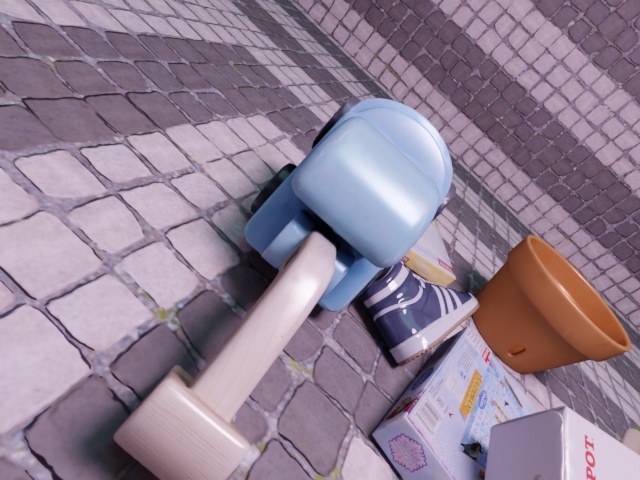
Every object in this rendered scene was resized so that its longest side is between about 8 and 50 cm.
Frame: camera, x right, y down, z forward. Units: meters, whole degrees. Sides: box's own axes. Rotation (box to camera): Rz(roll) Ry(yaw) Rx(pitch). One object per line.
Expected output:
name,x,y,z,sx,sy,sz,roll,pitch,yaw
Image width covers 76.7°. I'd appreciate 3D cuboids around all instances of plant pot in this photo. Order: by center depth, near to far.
plant pot,0.484,0.160,0.904,0.291,0.203,0.290,29,34,-22

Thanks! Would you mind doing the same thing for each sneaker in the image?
sneaker,0.178,0.099,0.725,0.282,0.099,0.153,-14,64,-52

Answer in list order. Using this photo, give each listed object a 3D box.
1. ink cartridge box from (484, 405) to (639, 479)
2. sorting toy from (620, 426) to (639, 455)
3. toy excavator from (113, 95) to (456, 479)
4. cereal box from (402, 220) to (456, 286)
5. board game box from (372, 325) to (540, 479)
ink cartridge box,0.307,0.337,0.407,0.278,0.117,0.201,34,49,-4
sorting toy,0.452,0.408,0.594,0.348,0.047,0.195,-13,90,-42
toy excavator,0.000,0.000,0.484,0.222,0.433,0.445,42,3,-3
cereal box,0.223,-0.014,0.965,0.173,0.047,0.240,31,33,-20
board game box,0.257,0.317,0.579,0.318,0.066,0.319,53,32,14
